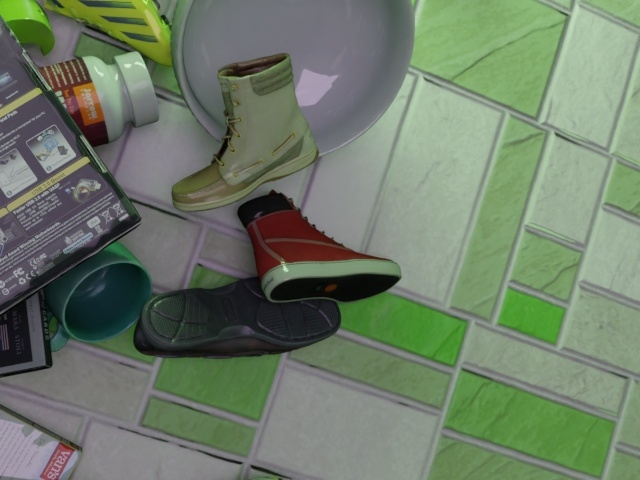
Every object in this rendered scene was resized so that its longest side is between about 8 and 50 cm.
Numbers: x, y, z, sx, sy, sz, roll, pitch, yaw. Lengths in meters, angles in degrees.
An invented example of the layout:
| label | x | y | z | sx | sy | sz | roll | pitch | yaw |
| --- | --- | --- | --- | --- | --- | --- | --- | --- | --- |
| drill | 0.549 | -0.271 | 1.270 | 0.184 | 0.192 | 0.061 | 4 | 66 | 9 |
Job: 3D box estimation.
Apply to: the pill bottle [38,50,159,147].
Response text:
| label | x | y | z | sx | sy | sz | roll | pitch | yaw |
| --- | --- | --- | --- | --- | --- | --- | --- | --- | --- |
| pill bottle | -0.338 | -0.179 | 1.245 | 0.221 | 0.121 | 0.121 | -19 | 92 | -15 |

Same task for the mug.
| label | x | y | z | sx | sy | sz | roll | pitch | yaw |
| --- | --- | --- | --- | --- | --- | --- | --- | --- | --- |
| mug | -0.316 | 0.061 | 1.234 | 0.158 | 0.097 | 0.129 | -20 | 133 | -32 |

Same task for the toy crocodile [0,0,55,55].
| label | x | y | z | sx | sy | sz | roll | pitch | yaw |
| --- | --- | --- | --- | --- | --- | --- | --- | --- | --- |
| toy crocodile | -0.515 | -0.227 | 1.214 | 0.341 | 0.105 | 0.115 | -34 | 55 | -14 |

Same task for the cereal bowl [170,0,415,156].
| label | x | y | z | sx | sy | sz | roll | pitch | yaw |
| --- | --- | --- | --- | --- | --- | --- | --- | --- | --- |
| cereal bowl | -0.048 | -0.285 | 1.290 | 0.339 | 0.141 | 0.338 | -10 | 121 | -17 |

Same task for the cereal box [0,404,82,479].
| label | x | y | z | sx | sy | sz | roll | pitch | yaw |
| --- | --- | --- | --- | --- | --- | --- | --- | --- | --- |
| cereal box | -0.463 | 0.298 | 1.226 | 0.240 | 0.047 | 0.173 | 33 | 80 | -12 |

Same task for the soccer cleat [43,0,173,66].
| label | x | y | z | sx | sy | sz | roll | pitch | yaw |
| --- | --- | --- | --- | --- | --- | --- | --- | --- | --- |
| soccer cleat | -0.312 | -0.336 | 1.282 | 0.121 | 0.093 | 0.289 | -45 | 97 | -4 |

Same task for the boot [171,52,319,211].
| label | x | y | z | sx | sy | sz | roll | pitch | yaw |
| --- | --- | --- | --- | --- | --- | --- | --- | --- | --- |
| boot | -0.116 | -0.142 | 1.214 | 0.213 | 0.077 | 0.165 | -26 | 126 | -14 |

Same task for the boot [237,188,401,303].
| label | x | y | z | sx | sy | sz | roll | pitch | yaw |
| --- | --- | --- | --- | --- | --- | --- | --- | --- | --- |
| boot | 0.000 | 0.000 | 1.354 | 0.244 | 0.088 | 0.176 | 4 | 51 | -38 |

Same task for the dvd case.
| label | x | y | z | sx | sy | sz | roll | pitch | yaw |
| --- | --- | --- | --- | --- | --- | --- | --- | --- | --- |
| dvd case | -0.471 | 0.096 | 1.188 | 0.239 | 0.029 | 0.179 | -11 | 78 | 4 |

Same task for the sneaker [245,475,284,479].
| label | x | y | z | sx | sy | sz | roll | pitch | yaw |
| --- | --- | --- | --- | --- | --- | --- | --- | --- | --- |
| sneaker | -0.198 | 0.427 | 1.234 | 0.385 | 0.147 | 0.145 | -23 | 95 | -7 |

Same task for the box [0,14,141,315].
| label | x | y | z | sx | sy | sz | roll | pitch | yaw |
| --- | --- | --- | --- | --- | --- | --- | --- | --- | --- |
| box | -0.464 | -0.042 | 1.099 | 0.395 | 0.097 | 0.318 | -36 | 97 | -11 |

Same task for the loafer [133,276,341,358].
| label | x | y | z | sx | sy | sz | roll | pitch | yaw |
| --- | --- | --- | --- | --- | --- | --- | --- | --- | --- |
| loafer | -0.119 | 0.117 | 1.317 | 0.303 | 0.095 | 0.109 | 0 | 63 | -30 |
